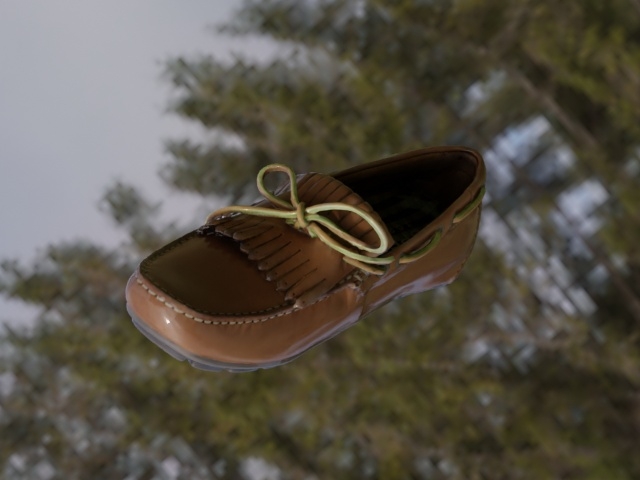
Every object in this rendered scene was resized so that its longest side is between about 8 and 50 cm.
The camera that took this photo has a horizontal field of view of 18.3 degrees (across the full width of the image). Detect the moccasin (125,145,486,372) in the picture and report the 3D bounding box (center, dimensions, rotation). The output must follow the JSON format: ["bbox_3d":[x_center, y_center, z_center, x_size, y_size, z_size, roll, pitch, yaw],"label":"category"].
[{"bbox_3d":[0.002,0.002,1.571,0.380,0.147,0.139,-14,-134,-42],"label":"moccasin"}]
